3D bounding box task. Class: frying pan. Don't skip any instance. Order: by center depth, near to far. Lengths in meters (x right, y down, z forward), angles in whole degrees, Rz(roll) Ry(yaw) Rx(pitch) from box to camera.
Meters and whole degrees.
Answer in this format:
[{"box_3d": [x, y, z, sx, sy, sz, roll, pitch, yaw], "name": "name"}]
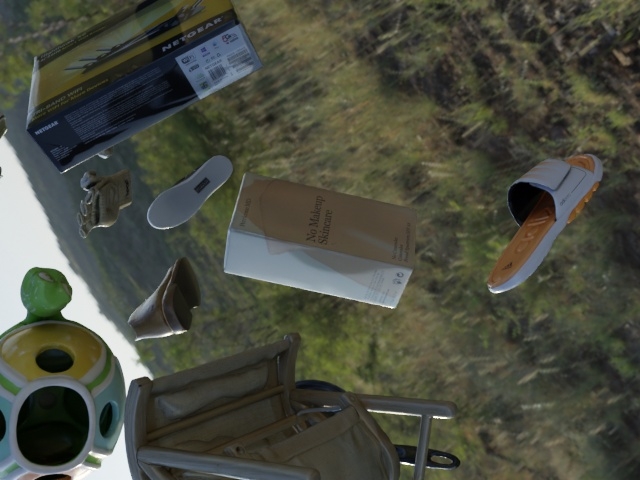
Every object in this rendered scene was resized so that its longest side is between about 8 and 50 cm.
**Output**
[{"box_3d": [0.046, 0.316, 1.268, 0.053, 0.326, 0.197, 83, 175, -64], "name": "frying pan"}]

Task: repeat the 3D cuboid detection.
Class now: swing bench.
[{"box_3d": [-0.034, 0.230, 0.815, 0.255, 0.253, 0.165, 17, 107, 38], "name": "swing bench"}]

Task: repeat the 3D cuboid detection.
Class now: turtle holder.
[{"box_3d": [-0.399, 0.223, 1.166, 0.243, 0.320, 0.227, 29, 171, -20], "name": "turtle holder"}]

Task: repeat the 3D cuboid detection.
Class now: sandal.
[{"box_3d": [0.288, -0.045, 1.025, 0.076, 0.265, 0.102, 46, 152, -12], "name": "sandal"}]

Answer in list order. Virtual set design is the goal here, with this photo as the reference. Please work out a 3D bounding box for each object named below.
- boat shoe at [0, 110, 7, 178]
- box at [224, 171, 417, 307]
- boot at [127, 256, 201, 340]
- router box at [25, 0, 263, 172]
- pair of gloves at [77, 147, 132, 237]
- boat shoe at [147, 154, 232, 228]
[{"box_3d": [-0.601, -0.108, 1.316, 0.094, 0.302, 0.109, 30, 136, -23], "name": "boat shoe"}, {"box_3d": [0.000, 0.000, 1.326, 0.121, 0.311, 0.148, 106, 174, -50], "name": "box"}, {"box_3d": [-0.321, 0.118, 1.591, 0.305, 0.115, 0.112, -86, -26, -74], "name": "boot"}, {"box_3d": [-0.251, -0.250, 1.070, 0.081, 0.309, 0.243, 61, -177, -38], "name": "router box"}, {"box_3d": [-0.407, -0.145, 1.409, 0.204, 0.042, 0.240, -75, -14, -64], "name": "pair of gloves"}, {"box_3d": [-0.291, -0.105, 1.680, 0.080, 0.228, 0.076, 48, 158, -13], "name": "boat shoe"}]
